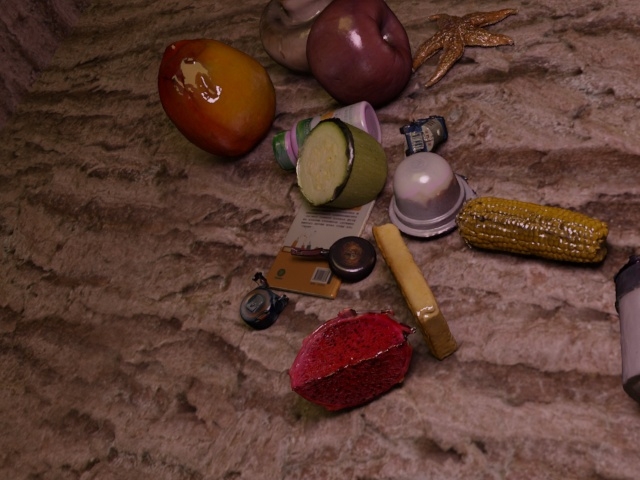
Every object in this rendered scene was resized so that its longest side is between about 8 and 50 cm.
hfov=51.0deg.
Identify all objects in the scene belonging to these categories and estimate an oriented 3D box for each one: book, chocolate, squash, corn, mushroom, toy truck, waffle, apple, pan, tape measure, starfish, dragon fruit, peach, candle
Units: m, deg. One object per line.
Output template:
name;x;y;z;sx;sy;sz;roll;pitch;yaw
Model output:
book;0.000;0.000;1.649;0.207;0.020;0.295;7;61;35
chocolate;0.239;-0.117;1.495;0.221;0.147;0.221;-8;57;13
squash;0.041;-0.186;1.646;0.220;0.133;0.220;-4;84;44
corn;0.415;-0.026;1.349;0.317;0.115;0.115;11;63;37
mushroom;-0.024;-0.679;1.991;0.362;0.295;0.362;-16;49;19
toy truck;0.244;-0.251;1.582;0.088;0.074;0.201;-12;13;25
waffle;0.187;0.095;1.358;0.057;0.168;0.274;-26;45;4
apple;0.099;-0.493;1.763;0.235;0.305;0.306;-19;47;35
pan;0.026;0.030;1.563;0.212;0.040;0.115;9;57;19
tape measure;-0.155;0.131;1.549;0.104;0.180;0.107;32;75;26
starfish;0.379;-0.547;1.805;0.302;0.060;0.299;-10;50;25
dragon fruit;0.073;0.231;1.366;0.274;0.126;0.161;-25;37;7
peach;-0.294;-0.412;1.913;0.289;0.373;0.373;-11;52;28
candle;0.562;0.185;1.041;0.187;0.187;0.330;-7;54;28

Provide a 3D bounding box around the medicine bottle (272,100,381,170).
medicine bottle;0.013;-0.266;1.767;0.274;0.133;0.133;-14;51;24

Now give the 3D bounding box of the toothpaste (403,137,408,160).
toothpaste;0.221;-0.186;1.648;0.048;0.031;0.190;-9;56;18
